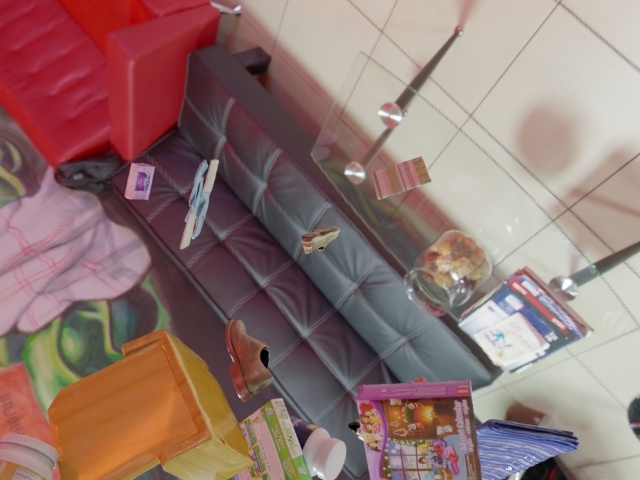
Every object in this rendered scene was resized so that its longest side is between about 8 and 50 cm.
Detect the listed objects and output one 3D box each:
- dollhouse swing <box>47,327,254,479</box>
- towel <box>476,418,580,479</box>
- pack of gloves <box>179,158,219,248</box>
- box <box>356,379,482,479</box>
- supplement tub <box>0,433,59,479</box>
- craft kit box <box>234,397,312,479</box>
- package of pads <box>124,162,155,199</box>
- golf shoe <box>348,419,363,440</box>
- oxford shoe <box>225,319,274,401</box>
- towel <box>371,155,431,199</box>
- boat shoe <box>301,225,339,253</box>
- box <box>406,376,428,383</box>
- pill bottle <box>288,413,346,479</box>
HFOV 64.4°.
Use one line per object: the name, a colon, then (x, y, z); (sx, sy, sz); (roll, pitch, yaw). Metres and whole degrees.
dollhouse swing: (-0.404, 0.453, 1.222); (0.347, 0.305, 0.315); (47, 171, 40)
towel: (0.392, 0.501, 1.171); (0.243, 0.040, 0.336); (15, 136, -16)
pack of gloves: (-0.335, -0.107, 1.345); (0.046, 0.195, 0.232); (15, 98, -1)
box: (0.189, 0.403, 0.929); (0.200, 0.057, 0.294); (-7, 103, 16)
supplement tub: (-0.610, 0.493, 0.972); (0.144, 0.200, 0.144); (5, 133, 6)
craft kit box: (-0.160, 0.625, 1.463); (0.246, 0.061, 0.250); (-43, 58, 30)
package of pads: (-0.409, -0.133, 1.149); (0.031, 0.050, 0.083); (22, 104, 26)
golf shoe: (0.166, 0.665, 1.727); (0.186, 0.085, 0.068); (4, 84, 61)
oxford shoe: (-0.225, 0.367, 1.647); (0.348, 0.130, 0.123); (-119, 7, -55)
towel: (0.223, -0.171, 1.411); (0.023, 0.151, 0.113); (62, -164, -45)
boat shoe: (0.000, 0.000, 1.766); (0.068, 0.190, 0.072); (11, 110, 39)
box: (0.326, 0.641, 1.861); (0.128, 0.122, 0.257); (48, 129, 37)
pill bottle: (-0.061, 0.664, 1.640); (0.264, 0.153, 0.153); (10, 127, 32)
